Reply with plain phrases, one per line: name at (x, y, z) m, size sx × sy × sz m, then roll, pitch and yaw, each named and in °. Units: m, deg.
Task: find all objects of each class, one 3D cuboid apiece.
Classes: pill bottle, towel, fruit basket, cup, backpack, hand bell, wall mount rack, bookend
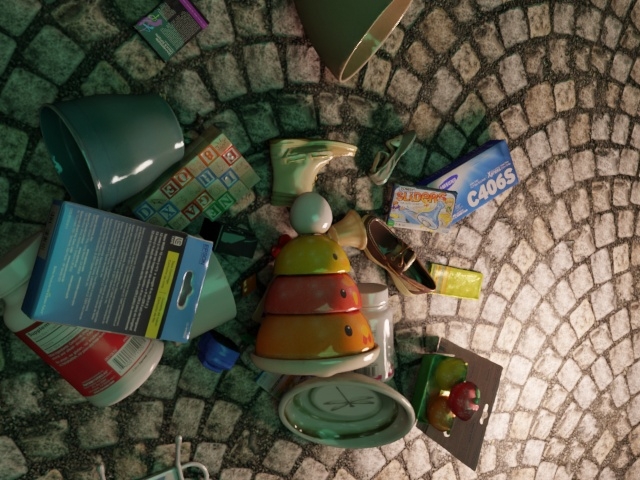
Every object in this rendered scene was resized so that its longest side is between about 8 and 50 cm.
pill bottle at (-0.586, 0.185, 1.479) m, size 0.229 × 0.229 × 0.407 m, roll -43°, pitch 113°, yaw -15°
towel at (0.458, 0.144, 2.119) m, size 0.237 × 0.021 × 0.102 m, roll 11°, pitch 93°, yaw -28°
fruit basket at (0.441, 0.505, 1.978) m, size 0.166 × 0.353 × 0.326 m, roll 14°, pitch 90°, yaw -27°
cup at (0.070, -0.630, 1.672) m, size 0.237 × 0.331 × 0.331 m, roll 40°, pitch 78°, yaw 1°
backpack at (-0.279, 0.312, 1.715) m, size 0.098 × 0.120 × 0.101 m, roll 27°, pitch 85°, yaw -28°
pill bottle at (0.143, 0.281, 1.901) m, size 0.161 × 0.160 × 0.282 m, roll -7°, pitch 101°, yaw -26°
hand bell at (0.000, 0.000, 1.820) m, size 0.242 × 0.126 × 0.126 m, roll -17°, pitch 105°, yaw -18°
wall mount rack at (-0.463, 0.673, 1.670) m, size 0.350 × 0.130 × 0.303 m, roll -16°, pitch 104°, yaw -25°
bookend at (-0.230, 0.001, 1.672) m, size 0.156 × 0.157 × 0.072 m, roll 17°, pitch 91°, yaw -27°

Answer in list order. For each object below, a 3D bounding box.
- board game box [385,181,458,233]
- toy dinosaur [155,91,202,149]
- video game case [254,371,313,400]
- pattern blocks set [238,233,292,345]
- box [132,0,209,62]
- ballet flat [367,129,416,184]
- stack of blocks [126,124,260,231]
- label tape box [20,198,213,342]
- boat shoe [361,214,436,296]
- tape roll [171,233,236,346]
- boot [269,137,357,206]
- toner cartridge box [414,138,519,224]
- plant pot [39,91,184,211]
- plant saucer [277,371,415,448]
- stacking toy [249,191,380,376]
board game box at (0.315, -0.101, 1.944) m, size 0.201 × 0.035 × 0.136 m, roll 7°, pitch 109°, yaw -4°
toy dinosaur at (-0.354, -0.267, 1.629) m, size 0.118 × 0.064 × 0.268 m, roll -23°, pitch 112°, yaw -18°
video game case at (-0.103, 0.424, 1.880) m, size 0.166 × 0.015 × 0.119 m, roll 44°, pitch 77°, yaw -25°
pattern blocks set at (-0.109, 0.176, 1.830) m, size 0.285 × 0.026 × 0.324 m, roll 40°, pitch 76°, yaw -25°
box at (-0.380, -0.550, 1.587) m, size 0.162 × 0.029 × 0.116 m, roll -47°, pitch 114°, yaw -15°
ballet flat at (0.218, -0.269, 1.909) m, size 0.068 × 0.072 × 0.213 m, roll 37°, pitch 81°, yaw -22°
stack of blocks at (-0.326, -0.132, 1.607) m, size 0.297 × 0.087 × 0.171 m, roll -42°, pitch 126°, yaw -5°
label tape box at (-0.438, 0.074, 1.371) m, size 0.348 × 0.115 × 0.249 m, roll 17°, pitch 85°, yaw -38°
boat shoe at (0.246, 0.048, 1.924) m, size 0.342 × 0.123 × 0.123 m, roll 52°, pitch 56°, yaw -25°
tape roll at (-0.343, 0.125, 1.585) m, size 0.169 × 0.246 × 0.246 m, roll -25°, pitch 108°, yaw -22°
boot at (-0.021, -0.190, 1.784) m, size 0.262 × 0.095 × 0.203 m, roll -3°, pitch 98°, yaw -25°
toner cartridge box at (0.489, -0.189, 2.054) m, size 0.348 × 0.075 × 0.165 m, roll -31°, pitch 108°, yaw -19°
plant pot at (-0.474, -0.226, 1.467) m, size 0.255 × 0.272 × 0.271 m, roll -28°, pitch 109°, yaw -31°
plant saucer at (0.077, 0.486, 1.843) m, size 0.401 × 0.401 × 0.100 m, roll 34°, pitch 40°, yaw -27°
stacking toy at (-0.025, 0.106, 1.678) m, size 0.351 × 0.351 × 0.479 m, roll -3°, pitch 90°, yaw -26°
